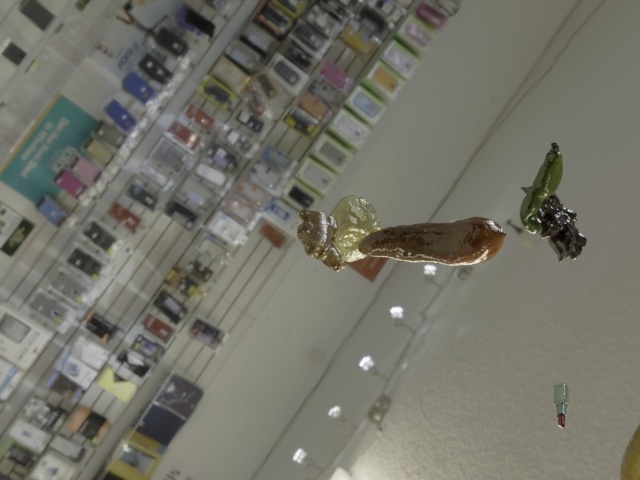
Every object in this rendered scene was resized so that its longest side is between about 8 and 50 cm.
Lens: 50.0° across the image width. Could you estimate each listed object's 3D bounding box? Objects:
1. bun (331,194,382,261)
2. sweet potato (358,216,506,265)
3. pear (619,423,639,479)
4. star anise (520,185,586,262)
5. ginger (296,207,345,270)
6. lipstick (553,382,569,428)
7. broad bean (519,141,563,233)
[{"bbox_3d":[0.121,-0.039,2.207,0.134,0.220,0.220,5,-131,32],"label":"bun"},{"bbox_3d":[0.219,0.007,1.345,0.291,0.097,0.097,-5,-145,24],"label":"sweet potato"},{"bbox_3d":[0.746,0.492,1.419,0.340,0.387,0.191,-31,-159,-31],"label":"pear"},{"bbox_3d":[0.662,-0.058,1.926,0.109,0.236,0.223,-32,-155,18],"label":"star anise"},{"bbox_3d":[-0.005,-0.001,1.970,0.074,0.137,0.213,121,-31,-48],"label":"ginger"},{"bbox_3d":[0.595,0.412,1.695,0.030,0.030,0.129,-24,-155,33],"label":"lipstick"},{"bbox_3d":[0.497,-0.114,1.535,0.048,0.070,0.214,-118,-144,-61],"label":"broad bean"}]
